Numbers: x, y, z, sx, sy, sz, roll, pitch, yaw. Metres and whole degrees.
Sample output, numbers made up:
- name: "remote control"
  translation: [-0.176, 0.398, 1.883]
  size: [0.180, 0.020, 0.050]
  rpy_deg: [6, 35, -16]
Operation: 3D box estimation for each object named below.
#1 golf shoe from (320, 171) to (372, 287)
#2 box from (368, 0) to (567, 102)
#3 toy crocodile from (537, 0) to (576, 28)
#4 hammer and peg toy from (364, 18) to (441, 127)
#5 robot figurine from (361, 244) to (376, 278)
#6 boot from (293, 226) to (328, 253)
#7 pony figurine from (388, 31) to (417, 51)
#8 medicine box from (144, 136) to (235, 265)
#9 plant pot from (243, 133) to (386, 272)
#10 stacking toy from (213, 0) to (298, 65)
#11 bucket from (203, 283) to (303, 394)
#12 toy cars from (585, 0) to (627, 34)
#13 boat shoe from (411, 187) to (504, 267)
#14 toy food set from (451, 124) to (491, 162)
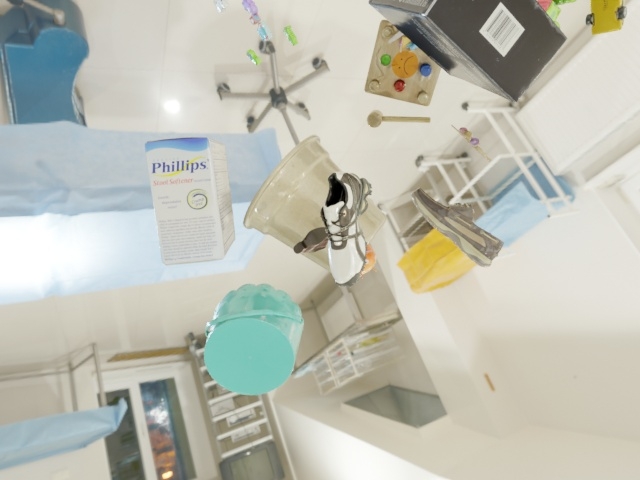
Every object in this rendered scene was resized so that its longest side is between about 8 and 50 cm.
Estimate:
- name: "golf shoe"
  translation: [0.031, -0.021, 0.751]
  size: [0.077, 0.198, 0.094]
  rpy_deg: [-6, 166, 39]
- name: "box"
  translation: [0.340, -0.532, 1.065]
  size: [0.343, 0.312, 0.179]
  rpy_deg: [25, 110, -31]
- name: "toy crocodile"
  translation: [0.757, -0.772, 1.481]
  size: [0.105, 0.115, 0.340]
  rpy_deg: [20, 99, -35]
- name: "hammer and peg toy"
  translation: [0.304, -0.590, 1.627]
  size: [0.266, 0.127, 0.361]
  rpy_deg: [13, 120, 2]
- name: "robot figurine"
  translation: [0.122, 0.035, 1.634]
  size: [0.128, 0.219, 0.158]
  rpy_deg: [-33, 166, 2]
- name: "boot"
  translation: [0.000, 0.000, 1.069]
  size: [0.106, 0.037, 0.114]
  rpy_deg: [-29, 167, 24]
- name: "pony figurine"
  translation: [0.380, -0.789, 1.376]
  size: [0.351, 0.302, 0.363]
  rpy_deg: [-8, 133, 4]
- name: "medicine box"
  translation: [-0.317, -0.108, 1.132]
  size: [0.149, 0.289, 0.263]
  rpy_deg: [-6, -170, -4]
- name: "plant pot"
  translation: [0.007, -0.074, 1.258]
  size: [0.334, 0.305, 0.334]
  rpy_deg: [-51, 176, -4]
- name: "stacking toy"
  translation: [-0.180, -0.642, 1.285]
  size: [0.167, 0.221, 0.052]
  rpy_deg: [-40, -162, -21]
- name: "bucket"
  translation: [-0.186, 0.274, 1.236]
  size: [0.281, 0.281, 0.183]
  rpy_deg: [-25, -162, 7]
- name: "toy cars"
  translation: [0.924, -0.645, 1.296]
  size: [0.087, 0.393, 0.176]
  rpy_deg: [-35, 168, -32]
- name: "boat shoe"
  translation: [0.464, -0.064, 1.503]
  size: [0.130, 0.355, 0.132]
  rpy_deg: [-47, 176, 8]
- name: "toy food set"
  translation: [0.359, -0.236, 1.045]
  size: [0.122, 0.078, 0.019]
  rpy_deg: [25, 117, -41]
